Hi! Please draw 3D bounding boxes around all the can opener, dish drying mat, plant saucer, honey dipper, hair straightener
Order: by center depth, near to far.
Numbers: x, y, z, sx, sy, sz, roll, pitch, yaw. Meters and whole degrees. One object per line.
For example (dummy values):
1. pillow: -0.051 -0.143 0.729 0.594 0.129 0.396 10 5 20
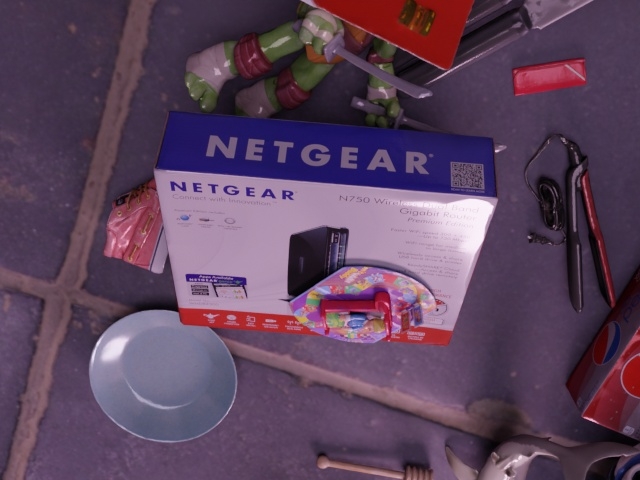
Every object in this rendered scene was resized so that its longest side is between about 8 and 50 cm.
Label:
1. can opener: 0.200 -0.257 0.938 0.283 0.095 0.076 -26 107 24
2. dish drying mat: 0.267 -0.191 0.984 0.083 0.008 0.032 -8 110 5
3. hair straightener: 0.296 -0.017 1.022 0.089 0.047 0.230 -13 108 6
4. plant saucer: -0.205 0.173 1.111 0.195 0.037 0.195 0 110 1
5. honey dipper: 0.074 0.315 1.158 0.160 0.030 0.030 10 109 3

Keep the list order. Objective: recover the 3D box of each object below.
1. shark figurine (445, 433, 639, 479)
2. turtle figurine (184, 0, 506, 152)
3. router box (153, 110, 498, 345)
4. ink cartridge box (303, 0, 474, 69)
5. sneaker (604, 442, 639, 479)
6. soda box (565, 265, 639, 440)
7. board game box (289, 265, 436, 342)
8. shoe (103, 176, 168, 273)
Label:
1. shark figurine: 0.273 0.288 1.091 0.166 0.116 0.278 55 144 24
2. turtle figurine: 0.009 -0.164 0.871 0.266 0.198 0.275 -21 95 26
3. router box: 0.000 0.000 0.939 0.335 0.082 0.301 4 145 1
4. ink cartridge box: 0.003 -0.366 0.783 0.385 0.308 0.091 27 146 -6
5. sneaker: 0.368 0.359 1.066 0.322 0.130 0.236 -31 133 3
6. soda box: 0.414 0.111 1.044 0.092 0.083 0.263 24 108 -7
7. board game box: 0.045 0.088 0.956 0.133 0.033 0.168 27 139 -28
8. shoe: -0.209 -0.047 1.021 0.081 0.063 0.178 16 113 -9
